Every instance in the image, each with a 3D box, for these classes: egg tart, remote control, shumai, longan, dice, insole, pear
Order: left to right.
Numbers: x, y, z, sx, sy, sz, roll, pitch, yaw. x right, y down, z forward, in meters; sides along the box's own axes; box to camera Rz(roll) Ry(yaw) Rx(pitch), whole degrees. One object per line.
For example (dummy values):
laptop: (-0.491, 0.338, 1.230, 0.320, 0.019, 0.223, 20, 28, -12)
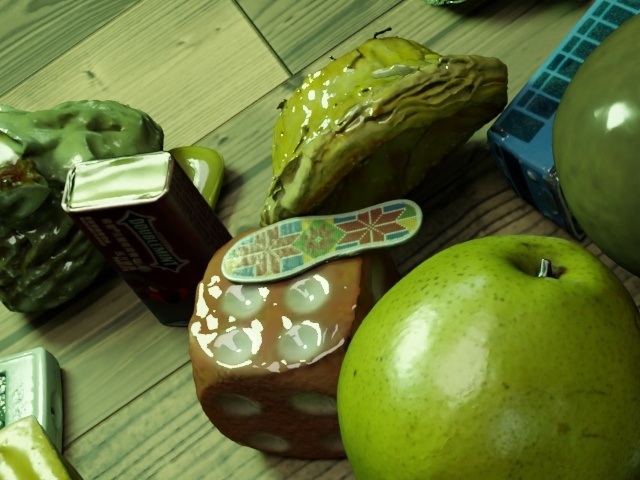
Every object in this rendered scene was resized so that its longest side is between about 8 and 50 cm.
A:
remote control: (-0.432, 0.219, 1.765, 0.344, 0.050, 0.145, -17, 53, 12)
shumai: (-0.301, -0.062, 1.772, 0.189, 0.218, 0.256, 37, 91, 41)
dice: (-0.019, 0.096, 1.585, 0.174, 0.179, 0.175, -3, 60, 22)
insole: (0.000, 0.000, 1.531, 0.193, 0.006, 0.065, -13, 51, 12)
egg tart: (0.047, -0.110, 1.626, 0.295, 0.295, 0.116, -35, 77, -1)
pear: (0.149, 0.133, 1.414, 0.294, 0.294, 0.294, -12, 55, 17)
longan: (0.367, -0.080, 1.444, 0.350, 0.288, 0.288, 4, 48, -24)

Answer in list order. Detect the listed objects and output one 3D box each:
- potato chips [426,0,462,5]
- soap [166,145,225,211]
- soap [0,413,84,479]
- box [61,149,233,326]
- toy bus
potato chips: (0.191, -0.308, 1.838, 0.228, 0.059, 0.167, 5, 51, 27)
soap: (-0.153, -0.040, 1.816, 0.089, 0.045, 0.140, 2, 62, 31)
soap: (-0.199, 0.316, 1.507, 0.091, 0.199, 0.315, -34, 49, -9)
box: (-0.156, 0.001, 1.678, 0.120, 0.224, 0.069, -5, 55, 19)
toy bus: (0.271, -0.130, 1.647, 0.133, 0.116, 0.234, 32, 74, 34)
